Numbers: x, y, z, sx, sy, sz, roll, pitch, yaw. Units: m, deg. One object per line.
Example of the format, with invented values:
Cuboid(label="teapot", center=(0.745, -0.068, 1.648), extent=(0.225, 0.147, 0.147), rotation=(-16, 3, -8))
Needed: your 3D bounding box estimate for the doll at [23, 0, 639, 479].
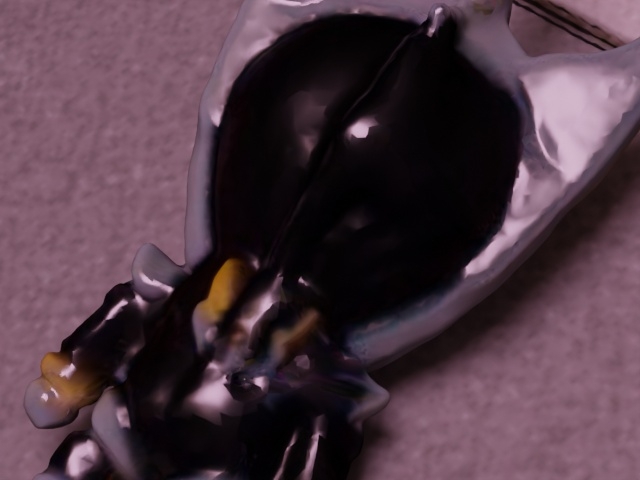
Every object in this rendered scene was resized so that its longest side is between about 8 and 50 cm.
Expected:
Cuboid(label="doll", center=(0.004, 0.003, 0.681), extent=(0.145, 0.103, 0.316), rotation=(25, 76, 39))
